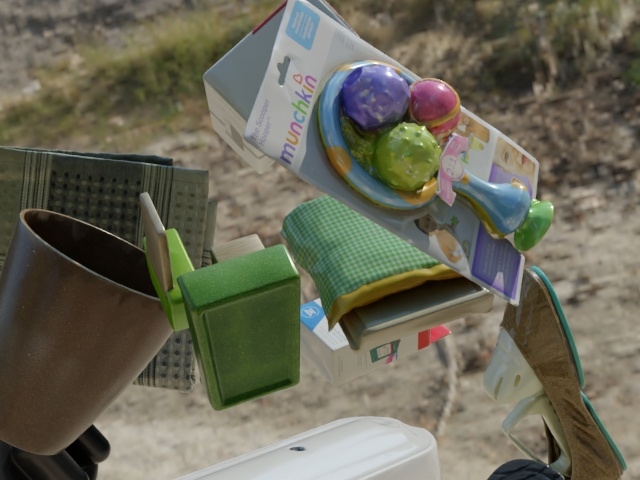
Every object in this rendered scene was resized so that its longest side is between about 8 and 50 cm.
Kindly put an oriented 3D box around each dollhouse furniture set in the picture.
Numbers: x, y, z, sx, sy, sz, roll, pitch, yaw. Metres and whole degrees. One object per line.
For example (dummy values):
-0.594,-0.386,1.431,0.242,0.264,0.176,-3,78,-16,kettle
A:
0.000,0.000,1.243,0.302,0.151,0.197,-17,48,-14,dollhouse furniture set

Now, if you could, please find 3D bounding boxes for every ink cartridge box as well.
-0.056,-0.223,1.918,0.197,0.114,0.273,-43,-5,-8,ink cartridge box
0.083,0.133,2.152,0.231,0.078,0.134,-21,38,-25,ink cartridge box

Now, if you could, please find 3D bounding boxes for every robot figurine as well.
-0.398,0.283,1.694,0.278,0.173,0.209,-20,-12,37,robot figurine

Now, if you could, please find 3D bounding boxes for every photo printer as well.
-0.013,0.274,1.013,0.107,0.256,0.307,14,12,33,photo printer

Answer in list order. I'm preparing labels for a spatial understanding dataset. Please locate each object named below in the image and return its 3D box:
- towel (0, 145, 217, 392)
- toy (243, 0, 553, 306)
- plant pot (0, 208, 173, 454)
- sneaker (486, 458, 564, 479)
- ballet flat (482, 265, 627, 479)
-0.308,0.034,1.852,0.312,0.324,0.056,7,9,5,towel
0.071,-0.069,0.922,0.056,0.237,0.136,-30,36,45,toy
-0.288,0.115,1.501,0.215,0.230,0.215,28,8,-4,plant pot
0.313,0.348,1.449,0.111,0.121,0.300,-47,49,-10,sneaker
0.274,0.192,1.657,0.124,0.342,0.116,-28,30,-3,ballet flat
